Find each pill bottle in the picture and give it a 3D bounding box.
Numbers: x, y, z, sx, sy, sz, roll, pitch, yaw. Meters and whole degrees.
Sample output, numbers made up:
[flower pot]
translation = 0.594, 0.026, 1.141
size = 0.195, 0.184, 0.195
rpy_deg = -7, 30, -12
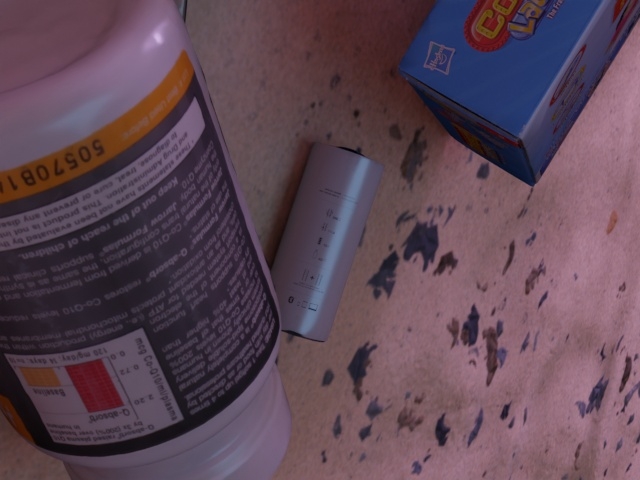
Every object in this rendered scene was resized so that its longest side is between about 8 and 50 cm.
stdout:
[pill bottle]
translation = -0.111, 0.015, 0.573
size = 0.162, 0.162, 0.278
rpy_deg = -44, 135, -32

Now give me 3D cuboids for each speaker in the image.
[speaker]
translation = 0.000, 0.000, 0.796
size = 0.055, 0.055, 0.136
rpy_deg = 16, 92, -53

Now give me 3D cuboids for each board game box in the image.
[board game box]
translation = 0.188, -0.200, 0.775
size = 0.308, 0.086, 0.302
rpy_deg = -59, 168, 4

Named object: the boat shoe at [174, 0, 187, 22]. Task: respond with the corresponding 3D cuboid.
[boat shoe]
translation = -0.103, -0.163, 0.609
size = 0.065, 0.075, 0.206
rpy_deg = 3, 115, -8
